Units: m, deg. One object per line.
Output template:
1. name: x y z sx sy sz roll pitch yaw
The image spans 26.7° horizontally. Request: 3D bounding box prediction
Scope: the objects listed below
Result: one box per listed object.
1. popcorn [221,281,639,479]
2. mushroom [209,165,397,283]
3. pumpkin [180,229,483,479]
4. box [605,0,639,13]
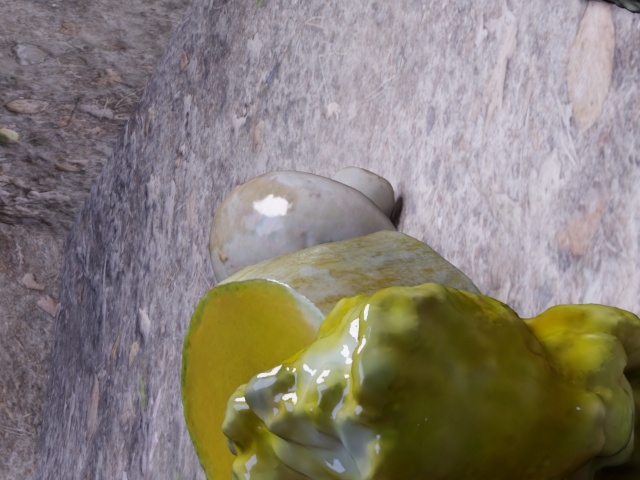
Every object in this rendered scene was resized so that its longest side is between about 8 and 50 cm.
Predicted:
1. popcorn: 0.090 0.180 1.040 0.293 0.292 0.334 47 128 18
2. mushroom: 0.000 0.000 1.569 0.243 0.243 0.243 -51 30 46
3. pumpkin: 0.001 0.152 1.300 0.332 0.199 0.332 -4 85 52
4. box: 0.315 -0.381 1.191 0.359 0.091 0.350 -68 21 10
